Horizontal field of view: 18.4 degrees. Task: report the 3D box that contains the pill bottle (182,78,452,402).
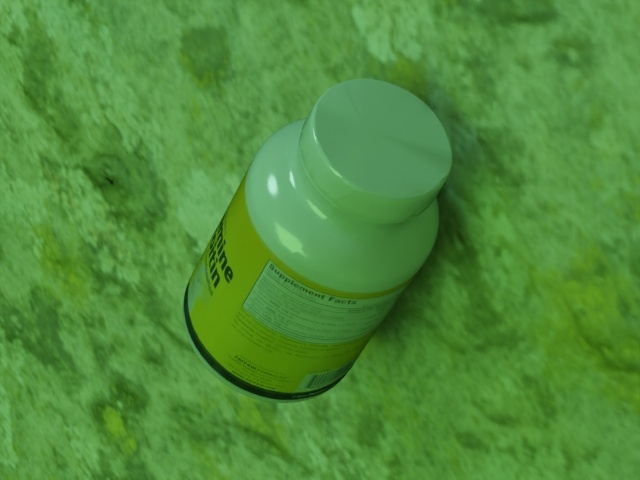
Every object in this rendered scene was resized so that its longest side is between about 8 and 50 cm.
[{"bbox_3d":[0.000,0.000,1.026,0.103,0.103,0.184,51,143,16],"label":"pill bottle"}]
